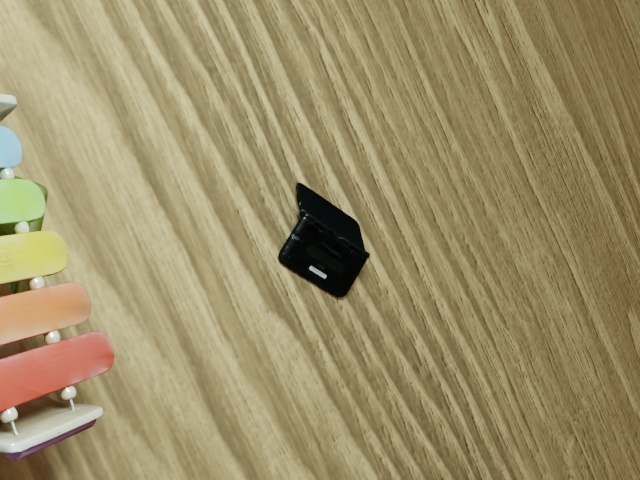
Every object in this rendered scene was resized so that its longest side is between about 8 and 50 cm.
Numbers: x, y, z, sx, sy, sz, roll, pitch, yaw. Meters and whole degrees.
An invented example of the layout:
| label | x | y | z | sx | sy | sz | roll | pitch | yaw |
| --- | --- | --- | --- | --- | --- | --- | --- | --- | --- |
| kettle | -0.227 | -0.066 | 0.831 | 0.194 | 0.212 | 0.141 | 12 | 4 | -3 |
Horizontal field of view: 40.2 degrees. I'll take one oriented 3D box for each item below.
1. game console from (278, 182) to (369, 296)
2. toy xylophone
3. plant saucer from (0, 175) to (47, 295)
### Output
| label | x | y | z | sx | sy | sz | roll | pitch | yaw |
| --- | --- | --- | --- | --- | --- | --- | --- | --- | --- |
| game console | 0.000 | 0.000 | 1.175 | 0.122 | 0.071 | 0.107 | 32 | 87 | -32 |
| toy xylophone | -0.300 | 0.034 | 0.725 | 0.236 | 0.081 | 0.322 | -31 | 103 | -64 |
| plant saucer | -0.347 | 0.001 | 0.817 | 0.188 | 0.045 | 0.188 | 21 | 64 | -38 |
